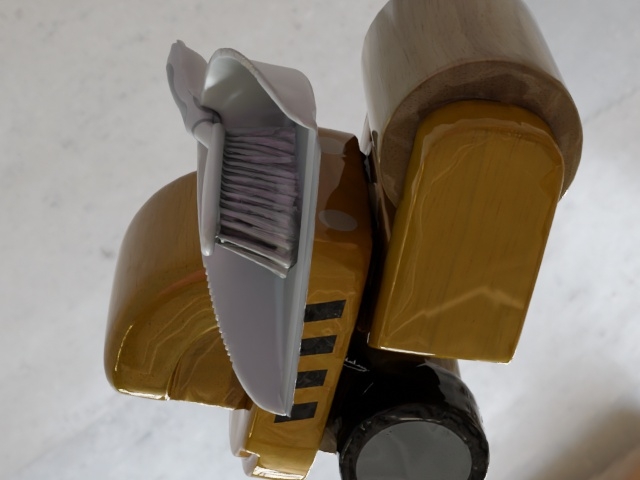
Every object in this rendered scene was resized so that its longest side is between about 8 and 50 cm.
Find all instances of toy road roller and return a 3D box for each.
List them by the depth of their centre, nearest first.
[{"bbox_3d":[0.000,0.000,0.907,0.240,0.202,0.330,9,120,-9],"label":"toy road roller"}]

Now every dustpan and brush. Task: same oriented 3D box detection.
[{"bbox_3d":[-0.041,-0.039,0.669,0.060,0.211,0.147,3,123,-6],"label":"dustpan and brush"}]
